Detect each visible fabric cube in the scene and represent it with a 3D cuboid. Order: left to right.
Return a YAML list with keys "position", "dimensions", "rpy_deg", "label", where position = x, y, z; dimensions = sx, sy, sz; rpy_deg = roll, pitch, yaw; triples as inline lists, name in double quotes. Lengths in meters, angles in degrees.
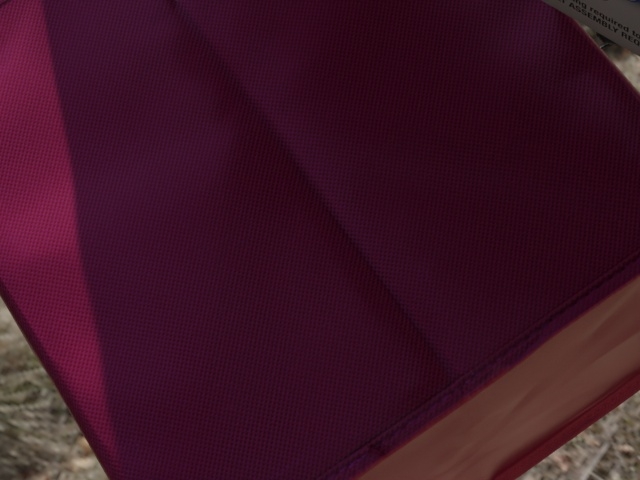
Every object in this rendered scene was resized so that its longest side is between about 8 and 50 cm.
- position: [0.000, 0.000, 0.619]
  dimensions: [0.259, 0.254, 0.258]
  rpy_deg: [-34, 70, -4]
  label: "fabric cube"

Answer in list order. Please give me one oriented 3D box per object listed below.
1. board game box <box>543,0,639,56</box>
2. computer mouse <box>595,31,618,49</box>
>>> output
- position: [0.051, -0.149, 0.295]
  dimensions: [0.347, 0.233, 0.078]
  rpy_deg: [35, 80, 19]
  label: "board game box"
- position: [0.191, -0.121, 1.007]
  dimensions: [0.242, 0.071, 0.041]
  rpy_deg: [-38, 21, 23]
  label: "computer mouse"
